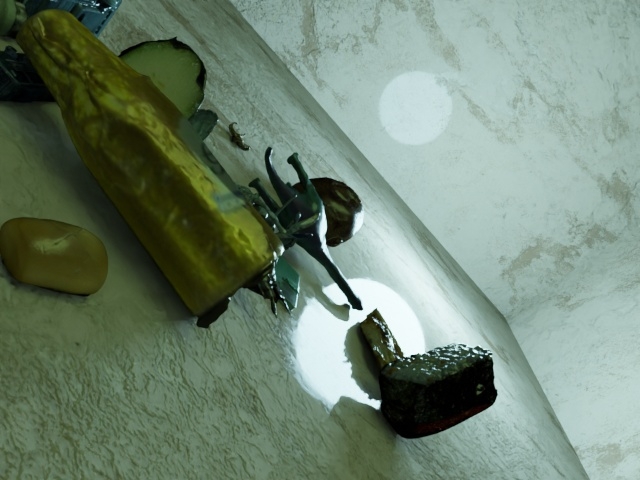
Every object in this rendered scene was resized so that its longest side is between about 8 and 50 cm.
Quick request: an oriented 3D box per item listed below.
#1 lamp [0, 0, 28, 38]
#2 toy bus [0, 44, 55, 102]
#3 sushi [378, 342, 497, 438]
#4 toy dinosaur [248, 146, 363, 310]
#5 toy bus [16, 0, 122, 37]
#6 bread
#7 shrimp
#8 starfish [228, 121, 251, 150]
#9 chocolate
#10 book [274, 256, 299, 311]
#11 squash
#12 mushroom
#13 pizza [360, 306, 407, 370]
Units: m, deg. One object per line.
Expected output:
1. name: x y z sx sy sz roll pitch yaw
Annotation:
1. lamp: -0.462 -0.298 0.720 0.250 0.101 0.101 4 48 -59
2. toy bus: -0.394 -0.222 0.834 0.065 0.047 0.166 54 15 -5
3. sushi: 0.219 0.269 1.142 0.136 0.225 0.126 6 -69 64
4. toy dinosaur: 0.000 0.000 1.223 0.331 0.129 0.383 52 -6 6
5. toy bus: -0.436 -0.390 0.982 0.120 0.121 0.265 41 17 -4
6. bread: -0.270 0.011 0.637 0.115 0.056 0.082 30 25 -53
7. shrimp: -0.141 -0.061 1.009 0.410 0.166 0.221 46 13 28
8. starfish: -0.197 -0.251 1.492 0.078 0.028 0.091 53 12 -15
9. chocolate: -0.230 -0.105 0.798 0.445 0.162 0.162 53 15 -4
10. book: -0.076 0.067 1.134 0.103 0.017 0.135 46 16 -16
11. squash: -0.263 -0.234 1.019 0.192 0.184 0.085 58 1 18
12. mushroom: 0.018 -0.083 1.512 0.194 0.138 0.231 48 16 -12
13. pizza: 0.144 0.240 1.293 0.134 0.056 0.271 52 12 -30
